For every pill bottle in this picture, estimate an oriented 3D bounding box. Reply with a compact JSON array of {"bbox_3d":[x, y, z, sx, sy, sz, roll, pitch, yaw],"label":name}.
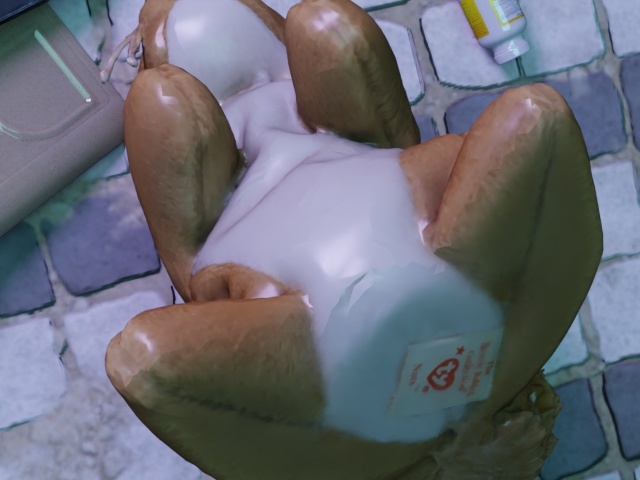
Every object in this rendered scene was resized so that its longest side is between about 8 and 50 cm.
[{"bbox_3d":[0.140,-0.187,1.078,0.043,0.043,0.083,-28,96,-15],"label":"pill bottle"}]

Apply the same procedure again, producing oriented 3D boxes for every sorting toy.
[{"bbox_3d":[-0.307,-0.084,0.924,0.307,0.041,0.229,-42,103,-28],"label":"sorting toy"}]

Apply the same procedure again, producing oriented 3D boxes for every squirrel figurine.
[{"bbox_3d":[0.000,0.000,0.910,0.281,0.370,0.397,-38,134,-2],"label":"squirrel figurine"}]

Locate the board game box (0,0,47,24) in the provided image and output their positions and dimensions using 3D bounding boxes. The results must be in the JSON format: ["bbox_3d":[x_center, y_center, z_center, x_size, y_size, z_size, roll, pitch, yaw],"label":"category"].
[{"bbox_3d":[-0.242,-0.217,0.943,0.186,0.026,0.126,-37,100,-34],"label":"board game box"}]
